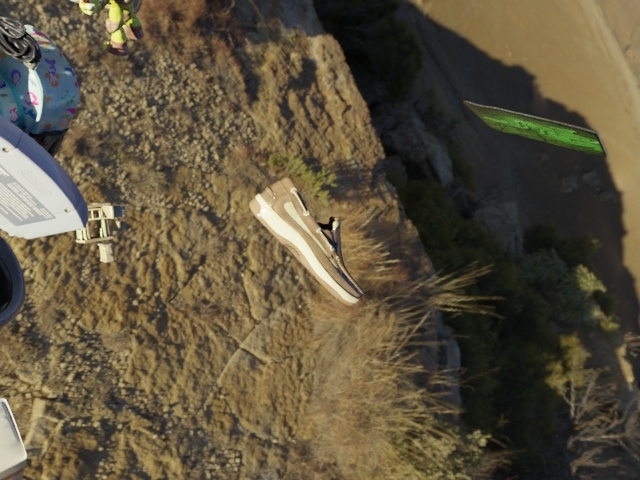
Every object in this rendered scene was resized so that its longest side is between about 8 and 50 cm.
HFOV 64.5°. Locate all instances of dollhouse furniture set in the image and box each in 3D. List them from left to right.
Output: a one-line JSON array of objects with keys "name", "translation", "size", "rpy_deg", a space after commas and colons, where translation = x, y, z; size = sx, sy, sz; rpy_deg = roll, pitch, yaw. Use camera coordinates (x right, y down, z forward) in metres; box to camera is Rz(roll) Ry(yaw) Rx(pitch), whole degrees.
[{"name": "dollhouse furniture set", "translation": [-0.646, -0.014, 1.490], "size": [0.101, 0.161, 0.181], "rpy_deg": [-13, 105, -45]}]

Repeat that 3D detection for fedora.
[{"name": "fedora", "translation": [-0.797, 0.102, 1.113], "size": [0.244, 0.124, 0.275], "rpy_deg": [10, 47, -61]}]

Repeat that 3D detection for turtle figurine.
[{"name": "turtle figurine", "translation": [-0.409, -0.506, 1.029], "size": [0.087, 0.217, 0.269], "rpy_deg": [4, 55, -6]}]

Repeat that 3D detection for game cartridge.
[{"name": "game cartridge", "translation": [-0.599, -0.114, 0.982], "size": [0.297, 0.198, 0.062], "rpy_deg": [69, 10, -52]}]

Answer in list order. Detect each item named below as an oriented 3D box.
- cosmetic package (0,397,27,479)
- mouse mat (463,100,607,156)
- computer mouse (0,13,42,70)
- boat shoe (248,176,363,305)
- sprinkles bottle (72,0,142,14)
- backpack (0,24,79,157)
[{"name": "cosmetic package", "translation": [-0.659, 0.439, 0.951], "size": [0.153, 0.296, 0.129], "rpy_deg": [-17, 62, -42]}, {"name": "mouse mat", "translation": [0.315, -0.163, 0.745], "size": [0.153, 0.190, 0.007], "rpy_deg": [9, 103, -55]}, {"name": "computer mouse", "translation": [-0.631, -0.296, 0.849], "size": [0.188, 0.072, 0.272], "rpy_deg": [44, 69, -5]}, {"name": "boat shoe", "translation": [0.002, 0.002, 0.834], "size": [0.257, 0.095, 0.095], "rpy_deg": [47, 1, -26]}, {"name": "sprinkles bottle", "translation": [-0.657, -0.695, 1.338], "size": [0.356, 0.121, 0.121], "rpy_deg": [15, 52, 3]}, {"name": "backpack", "translation": [-0.612, -0.292, 1.005], "size": [0.225, 0.253, 0.191], "rpy_deg": [50, 30, 2]}]
